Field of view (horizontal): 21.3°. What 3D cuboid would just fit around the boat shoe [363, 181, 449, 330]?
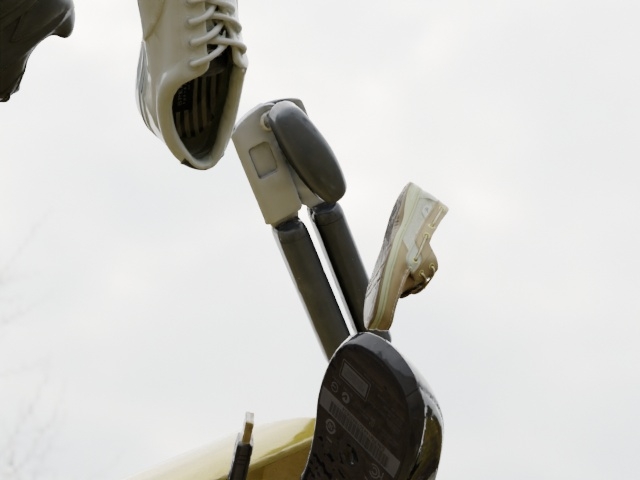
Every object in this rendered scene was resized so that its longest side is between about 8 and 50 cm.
[{"bbox_3d":[0.068,0.015,1.297,0.045,0.135,0.050,23,-33,-5],"label":"boat shoe"}]

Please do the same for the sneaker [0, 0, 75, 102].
[{"bbox_3d":[-0.346,-0.158,1.572,0.286,0.109,0.130,-34,-39,0],"label":"sneaker"}]

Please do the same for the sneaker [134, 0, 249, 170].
[{"bbox_3d":[-0.087,-0.166,1.256,0.094,0.091,0.258,-21,-42,-23],"label":"sneaker"}]

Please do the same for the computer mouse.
[{"bbox_3d":[0.011,0.154,1.192,0.060,0.184,0.262,-13,-53,-36],"label":"computer mouse"}]

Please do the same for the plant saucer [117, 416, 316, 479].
[{"bbox_3d":[-0.142,0.300,1.442,0.333,0.081,0.332,-18,-45,-37],"label":"plant saucer"}]

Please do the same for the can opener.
[{"bbox_3d":[0.000,0.000,1.576,0.076,0.095,0.283,-27,-66,-12],"label":"can opener"}]
